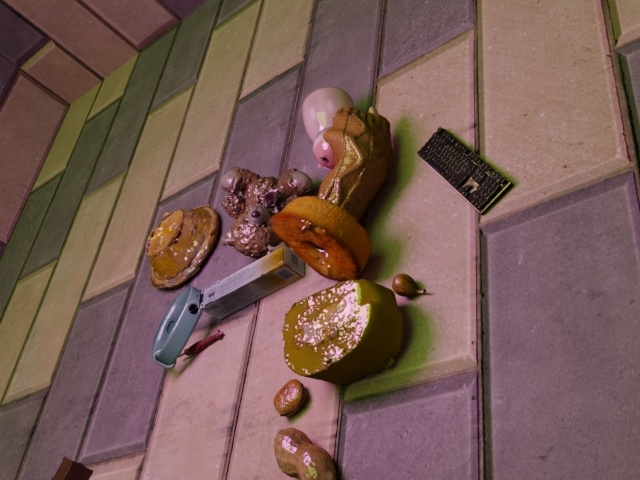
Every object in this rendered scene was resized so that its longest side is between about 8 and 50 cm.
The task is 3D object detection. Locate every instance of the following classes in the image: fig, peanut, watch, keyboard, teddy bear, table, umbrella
[{"bbox_3d":[0.190,0.099,1.577,0.083,0.050,0.050,17,72,39],"label":"fig"},{"bbox_3d":[-0.033,0.443,1.490,0.089,0.089,0.192,-57,34,-7],"label":"peanut"},{"bbox_3d":[-0.395,0.242,2.064,0.195,0.068,0.237,-22,40,61],"label":"watch"},{"bbox_3d":[0.319,-0.169,1.685,0.106,0.027,0.317,-47,34,9],"label":"keyboard"},{"bbox_3d":[-0.163,-0.069,2.040,0.267,0.156,0.256,6,55,18],"label":"teddy bear"},{"bbox_3d":[-0.697,0.655,2.070,0.082,0.070,0.083,9,67,51],"label":"table"},{"bbox_3d":[-0.324,0.284,2.018,0.165,0.025,0.027,-30,21,25],"label":"umbrella"}]

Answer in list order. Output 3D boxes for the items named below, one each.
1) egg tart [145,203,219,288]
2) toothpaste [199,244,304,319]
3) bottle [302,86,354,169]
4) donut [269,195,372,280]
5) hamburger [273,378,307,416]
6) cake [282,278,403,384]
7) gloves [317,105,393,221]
[{"bbox_3d":[-0.453,0.006,2.334,0.315,0.120,0.315,-31,39,29],"label":"egg tart"},{"bbox_3d":[-0.184,0.117,1.954,0.312,0.089,0.071,-29,48,29],"label":"toothpaste"},{"bbox_3d":[0.031,-0.293,2.033,0.147,0.147,0.237,-31,47,27],"label":"bottle"},{"bbox_3d":[0.001,-0.001,1.721,0.253,0.253,0.118,2,50,50],"label":"donut"},{"bbox_3d":[-0.067,0.349,1.647,0.083,0.044,0.076,-46,35,4],"label":"hamburger"},{"bbox_3d":[0.050,0.196,1.556,0.260,0.156,0.179,-27,57,39],"label":"cake"},{"bbox_3d":[0.091,-0.183,1.838,0.155,0.203,0.357,1,63,23],"label":"gloves"}]
